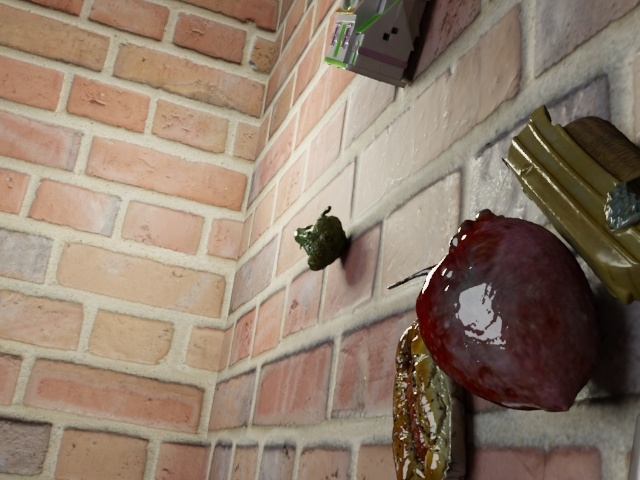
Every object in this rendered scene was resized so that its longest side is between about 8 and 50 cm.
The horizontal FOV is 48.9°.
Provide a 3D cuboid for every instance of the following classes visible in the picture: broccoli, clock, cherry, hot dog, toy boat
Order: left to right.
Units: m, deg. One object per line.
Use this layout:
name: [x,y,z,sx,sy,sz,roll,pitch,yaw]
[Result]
broccoli: [0.000,0.000,1.603,0.131,0.120,0.130,74,-146,-49]
clock: [0.127,-0.502,1.490,0.235,0.166,0.310,-125,52,-68]
hot dog: [0.150,0.237,0.997,0.144,0.075,0.268,129,148,-50]
cherry: [0.204,0.087,0.757,0.192,0.175,0.250,-39,36,12]
toy boat: [0.287,-0.056,0.731,0.115,0.089,0.310,-33,29,10]

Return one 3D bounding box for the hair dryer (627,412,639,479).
hair dryer: [0.273,0.230,0.633,0.195,0.053,0.221,136,145,-62]
